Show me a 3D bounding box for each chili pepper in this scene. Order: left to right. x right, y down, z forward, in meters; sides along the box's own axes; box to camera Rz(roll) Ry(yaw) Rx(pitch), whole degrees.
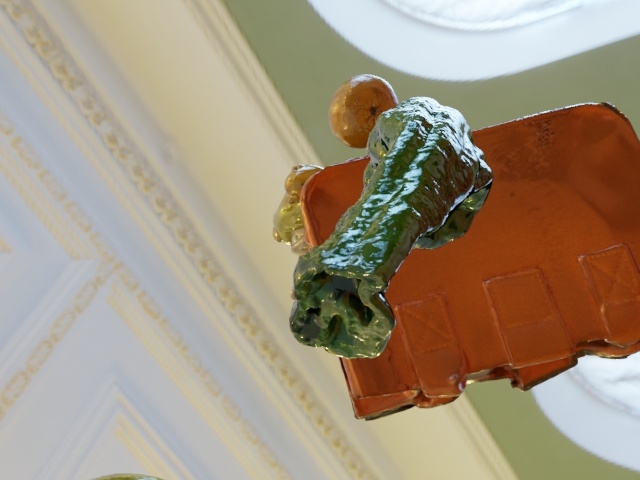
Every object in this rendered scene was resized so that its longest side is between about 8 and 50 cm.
[{"bbox_3d":[0.049,-0.021,0.558,0.083,0.099,0.253,28,-150,6],"label":"chili pepper"}]

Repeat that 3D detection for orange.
[{"bbox_3d":[0.050,-0.143,1.069,0.083,0.070,0.083,-5,-79,-27],"label":"orange"}]

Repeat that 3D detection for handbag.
[{"bbox_3d":[0.199,0.020,1.080,0.116,0.409,0.304,87,168,-63],"label":"handbag"}]

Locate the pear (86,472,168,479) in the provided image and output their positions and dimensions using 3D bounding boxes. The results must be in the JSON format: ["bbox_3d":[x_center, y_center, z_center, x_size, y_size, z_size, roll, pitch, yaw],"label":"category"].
[{"bbox_3d":[-0.282,0.470,1.332,0.304,0.303,0.304,23,-119,-49],"label":"pear"}]

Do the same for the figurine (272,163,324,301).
[{"bbox_3d":[0.000,0.000,1.419,0.131,0.156,0.247,28,-125,-52],"label":"figurine"}]
